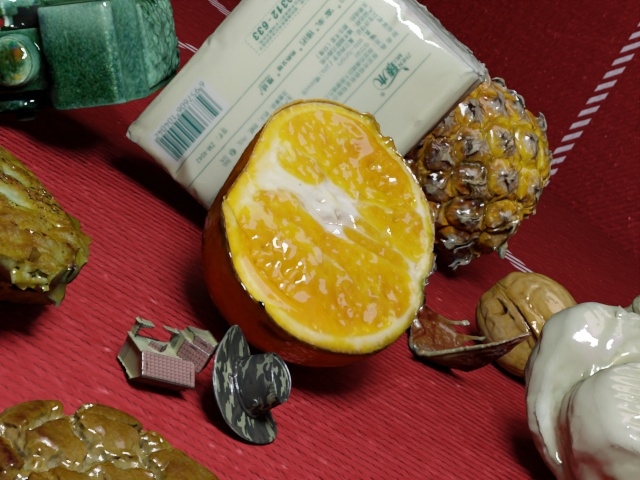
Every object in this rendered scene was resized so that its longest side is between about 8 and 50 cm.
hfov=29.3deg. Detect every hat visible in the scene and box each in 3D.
[{"bbox_3d":[-0.058,0.132,1.152,0.121,0.050,0.121,57,20,-35],"label":"hat"}]

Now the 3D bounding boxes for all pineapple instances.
[{"bbox_3d":[0.199,-0.125,2.004,0.300,0.352,0.352,37,13,-18],"label":"pineapple"}]

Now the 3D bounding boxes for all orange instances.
[{"bbox_3d":[-0.004,0.000,1.343,0.274,0.274,0.310,27,17,-17],"label":"orange"}]

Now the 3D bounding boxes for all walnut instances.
[{"bbox_3d":[0.301,0.122,1.744,0.144,0.144,0.180,22,28,-32],"label":"walnut"}]

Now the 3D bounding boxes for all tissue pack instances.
[{"bbox_3d":[-0.014,-0.180,1.566,0.297,0.380,0.207,46,16,-2],"label":"tissue pack"}]

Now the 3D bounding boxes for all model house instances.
[{"bbox_3d":[-0.136,0.109,1.128,0.083,0.057,0.058,21,14,-38],"label":"model house"}]

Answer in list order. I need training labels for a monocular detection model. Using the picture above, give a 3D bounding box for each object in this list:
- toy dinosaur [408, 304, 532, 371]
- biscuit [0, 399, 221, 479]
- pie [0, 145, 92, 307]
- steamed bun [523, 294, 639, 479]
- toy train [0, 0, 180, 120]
[{"bbox_3d":[0.153,0.072,1.679,0.207,0.113,0.327,30,14,-7],"label":"toy dinosaur"},{"bbox_3d":[-0.145,0.189,0.897,0.226,0.042,0.226,28,16,-9],"label":"biscuit"},{"bbox_3d":[-0.354,-0.042,1.097,0.288,0.103,0.355,19,16,-37],"label":"pie"},{"bbox_3d":[0.393,0.227,1.438,0.339,0.247,0.352,3,45,-26],"label":"steamed bun"},{"bbox_3d":[-0.308,-0.249,1.546,0.238,0.166,0.299,-5,15,6],"label":"toy train"}]
